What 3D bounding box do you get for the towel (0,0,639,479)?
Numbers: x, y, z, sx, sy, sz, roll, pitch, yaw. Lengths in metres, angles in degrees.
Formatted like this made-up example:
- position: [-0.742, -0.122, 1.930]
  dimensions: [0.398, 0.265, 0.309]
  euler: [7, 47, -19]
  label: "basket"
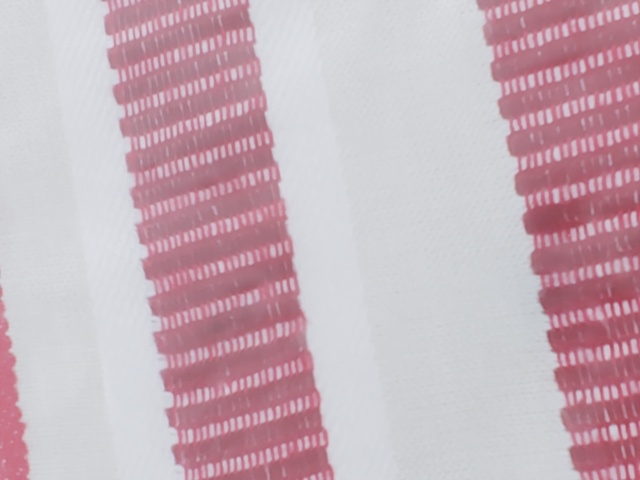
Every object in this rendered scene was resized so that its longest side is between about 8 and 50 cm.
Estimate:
- position: [0.000, 0.000, 0.365]
  dimensions: [0.037, 0.329, 0.237]
  euler: [18, -120, -71]
  label: "towel"
